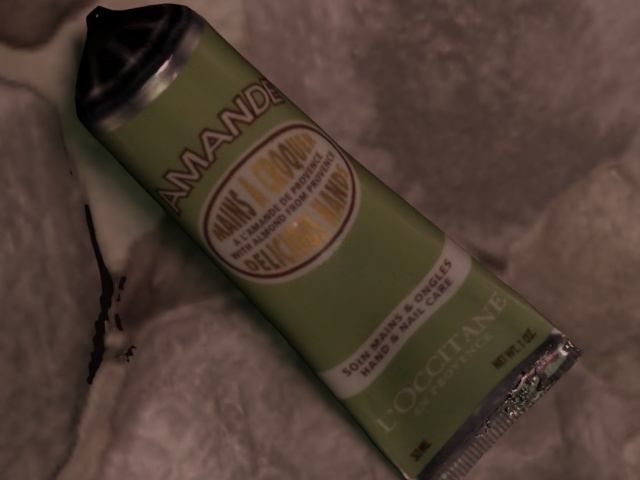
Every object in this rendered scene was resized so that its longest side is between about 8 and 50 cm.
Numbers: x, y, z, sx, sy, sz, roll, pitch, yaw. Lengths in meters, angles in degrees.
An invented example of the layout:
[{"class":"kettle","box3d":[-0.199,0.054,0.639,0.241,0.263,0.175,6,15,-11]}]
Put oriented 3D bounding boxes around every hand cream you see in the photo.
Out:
[{"class":"hand cream","box3d":[0.000,0.000,0.614,0.086,0.055,0.235,-45,113,0]}]
